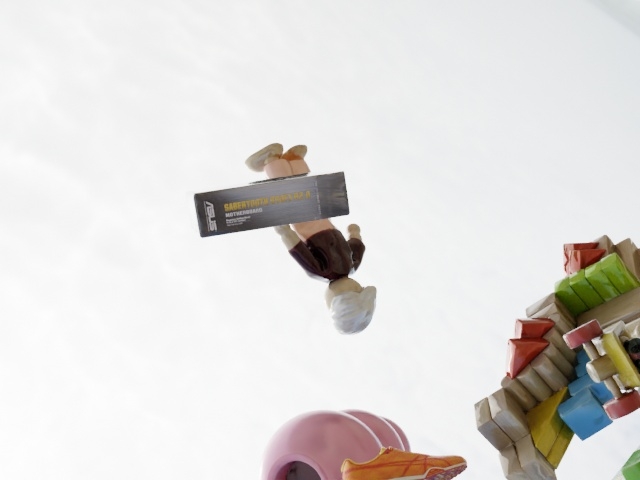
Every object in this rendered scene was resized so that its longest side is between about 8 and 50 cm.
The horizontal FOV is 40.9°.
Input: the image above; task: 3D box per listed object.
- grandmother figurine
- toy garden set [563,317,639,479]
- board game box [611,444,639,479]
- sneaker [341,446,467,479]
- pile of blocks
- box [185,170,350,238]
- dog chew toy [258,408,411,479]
[{"bbox_3d":[0.000,0.000,1.440,0.208,0.104,0.342,-8,-115,-40],"label":"grandmother figurine"},{"bbox_3d":[0.286,0.138,0.666,0.244,0.049,0.204,-10,-111,-57],"label":"toy garden set"},{"bbox_3d":[0.502,0.306,1.248,0.259,0.136,0.030,-28,-103,-42],"label":"board game box"},{"bbox_3d":[0.113,0.302,1.145,0.175,0.064,0.067,-3,-129,-15],"label":"sneaker"},{"bbox_3d":[0.285,0.108,0.970,0.112,0.149,0.362,46,-123,-18],"label":"pile of blocks"},{"bbox_3d":[-0.077,-0.050,1.108,0.183,0.056,0.231,-10,-174,-10],"label":"box"},{"bbox_3d":[0.044,0.363,1.382,0.206,0.206,0.332,44,-162,21],"label":"dog chew toy"}]
